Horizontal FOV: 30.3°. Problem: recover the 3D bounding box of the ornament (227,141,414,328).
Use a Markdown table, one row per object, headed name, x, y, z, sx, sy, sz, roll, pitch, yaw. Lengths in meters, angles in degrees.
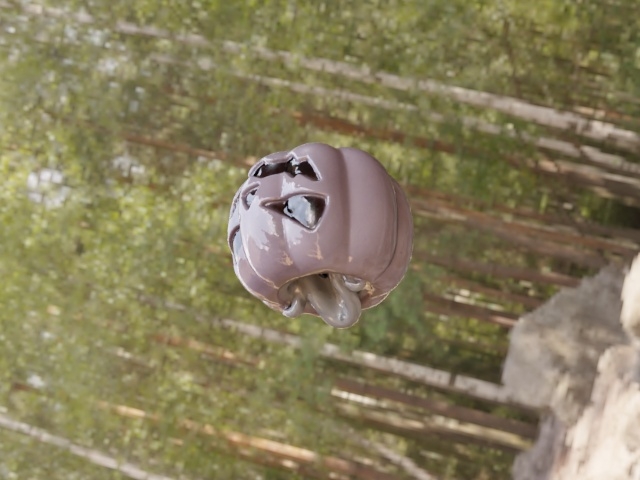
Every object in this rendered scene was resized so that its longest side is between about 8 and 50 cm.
| name | x | y | z | sx | sy | sz | roll | pitch | yaw |
| --- | --- | --- | --- | --- | --- | --- | --- | --- | --- |
| ornament | 0.000 | 0.000 | 1.120 | 0.177 | 0.178 | 0.177 | 13 | -90 | -78 |
